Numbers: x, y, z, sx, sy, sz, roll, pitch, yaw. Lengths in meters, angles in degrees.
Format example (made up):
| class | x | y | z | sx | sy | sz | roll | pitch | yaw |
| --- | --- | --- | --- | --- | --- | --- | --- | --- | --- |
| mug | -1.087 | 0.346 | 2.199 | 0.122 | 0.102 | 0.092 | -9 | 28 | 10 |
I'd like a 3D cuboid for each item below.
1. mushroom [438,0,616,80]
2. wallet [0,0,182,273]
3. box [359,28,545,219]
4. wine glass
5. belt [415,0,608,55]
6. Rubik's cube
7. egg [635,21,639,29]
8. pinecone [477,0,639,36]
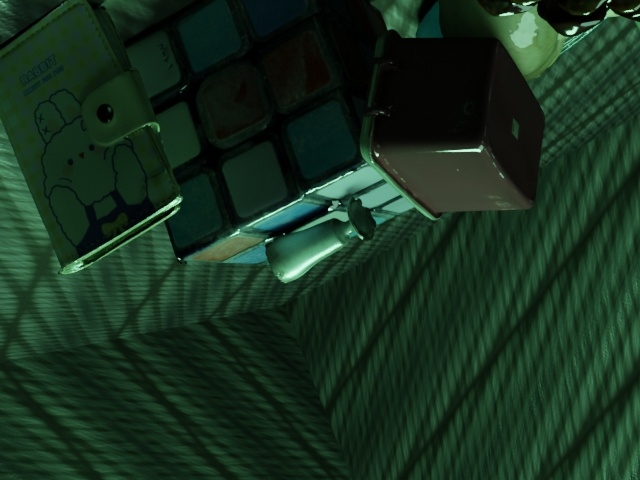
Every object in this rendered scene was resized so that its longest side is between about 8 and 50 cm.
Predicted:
| class | x | y | z | sx | sy | sz | roll | pitch | yaw |
| --- | --- | --- | --- | --- | --- | --- | --- | --- | --- |
| mushroom | 0.292 | -0.386 | 1.419 | 0.315 | 0.315 | 0.356 | -15 | 169 | -33 |
| wallet | -0.317 | -0.140 | 1.372 | 0.223 | 0.309 | 0.077 | -27 | 172 | 18 |
| box | 0.189 | -0.149 | 1.397 | 0.167 | 0.193 | 0.294 | 4 | 164 | 29 |
| wine glass | 0.000 | 0.000 | 1.482 | 0.155 | 0.072 | 0.072 | -27 | 168 | 26 |
| belt | 0.361 | -0.402 | 1.796 | 0.300 | 0.173 | 0.436 | -16 | 168 | -41 |
| Rubik's cube | -0.047 | -0.178 | 1.590 | 0.363 | 0.358 | 0.362 | -23 | 165 | 20 |
| egg | 0.709 | -0.482 | 1.813 | 0.276 | 0.276 | 0.389 | -16 | 171 | -29 |
| pinecone | 0.277 | -0.414 | 1.078 | 0.398 | 0.397 | 0.398 | -21 | 169 | -4 |
